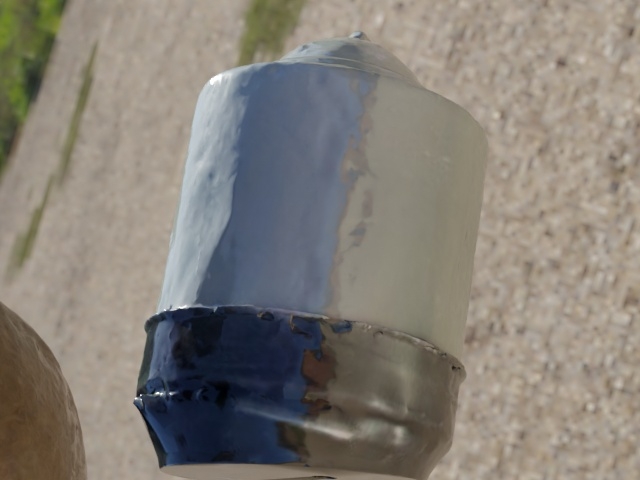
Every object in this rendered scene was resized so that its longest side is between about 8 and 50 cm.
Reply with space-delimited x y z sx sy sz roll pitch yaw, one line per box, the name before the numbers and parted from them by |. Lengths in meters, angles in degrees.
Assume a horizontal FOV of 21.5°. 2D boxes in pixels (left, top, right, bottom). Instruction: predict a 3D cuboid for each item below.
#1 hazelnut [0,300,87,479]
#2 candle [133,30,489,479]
hazelnut | -0.412 0.200 1.543 0.352 0.421 0.421 -61 11 -17
candle | 0.000 0.000 1.153 0.221 0.221 0.342 146 134 -68
